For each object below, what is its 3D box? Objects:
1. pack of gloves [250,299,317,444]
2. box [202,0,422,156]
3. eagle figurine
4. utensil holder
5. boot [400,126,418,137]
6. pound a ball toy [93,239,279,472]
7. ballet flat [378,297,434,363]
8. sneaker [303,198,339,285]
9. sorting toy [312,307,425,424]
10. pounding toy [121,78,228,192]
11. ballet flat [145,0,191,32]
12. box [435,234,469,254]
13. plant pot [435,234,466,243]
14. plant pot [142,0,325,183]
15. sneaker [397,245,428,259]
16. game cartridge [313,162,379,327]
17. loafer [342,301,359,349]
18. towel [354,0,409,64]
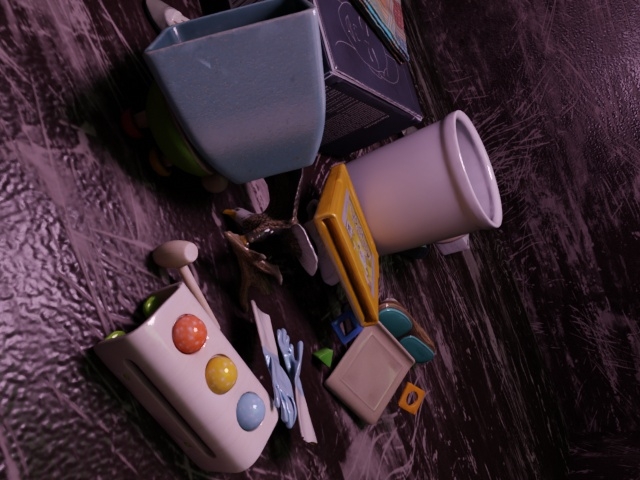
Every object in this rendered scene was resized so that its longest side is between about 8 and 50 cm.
[{"bbox_3d":[-0.051,0.239,0.834,0.195,0.046,0.232,64,5,-54],"label":"pack of gloves"},{"bbox_3d":[-0.012,-0.507,1.137,0.472,0.298,0.479,-3,76,-55],"label":"box"},{"bbox_3d":[-0.085,-0.042,0.902,0.225,0.226,0.298,42,43,-6],"label":"eagle figurine"},{"bbox_3d":[0.266,-0.137,1.282,0.328,0.386,0.327,32,48,-45],"label":"utensil holder"},{"bbox_3d":[0.345,-0.441,1.854,0.161,0.084,0.246,50,32,-19],"label":"boot"},{"bbox_3d":[-0.178,0.167,0.700,0.319,0.136,0.208,60,34,-19],"label":"pound a ball toy"},{"bbox_3d":[0.229,0.241,1.308,0.342,0.116,0.124,42,23,-38],"label":"ballet flat"},{"bbox_3d":[0.000,0.000,1.111,0.115,0.090,0.232,22,48,-41],"label":"sneaker"},{"bbox_3d":[0.117,0.314,1.081,0.347,0.047,0.196,48,71,-21],"label":"sorting toy"},{"bbox_3d":[-0.265,-0.175,0.801,0.237,0.110,0.182,52,18,-77],"label":"pounding toy"},{"bbox_3d":[-0.268,-0.407,0.918,0.213,0.068,0.072,59,35,-18],"label":"ballet flat"},{"bbox_3d":[0.534,-0.068,1.891,0.182,0.119,0.180,47,39,-33],"label":"box"},{"bbox_3d":[0.384,-0.201,1.591,0.306,0.334,0.333,31,49,-31],"label":"plant pot"},{"bbox_3d":[-0.114,-0.248,0.770,0.247,0.247,0.252,-106,180,-55],"label":"plant pot"},{"bbox_3d":[0.287,0.003,1.554,0.209,0.069,0.082,21,25,-41],"label":"sneaker"},{"bbox_3d":[0.076,-0.004,1.059,0.323,0.053,0.285,-73,143,-61],"label":"game cartridge"},{"bbox_3d":[0.116,0.258,1.142,0.080,0.078,0.219,-4,77,-57],"label":"loafer"},{"bbox_3d":[0.114,-0.640,1.093,0.370,0.040,0.271,30,50,-47],"label":"towel"}]
